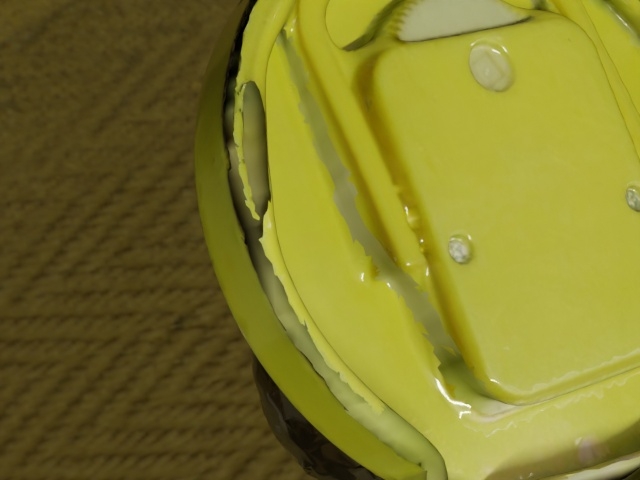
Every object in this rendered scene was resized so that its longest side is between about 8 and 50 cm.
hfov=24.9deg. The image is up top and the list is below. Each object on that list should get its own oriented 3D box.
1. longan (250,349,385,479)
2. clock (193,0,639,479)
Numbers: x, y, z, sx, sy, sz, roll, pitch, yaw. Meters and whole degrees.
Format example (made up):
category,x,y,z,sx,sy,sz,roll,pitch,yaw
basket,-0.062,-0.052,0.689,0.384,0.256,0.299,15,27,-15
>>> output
category,x,y,z,sx,sy,sz,roll,pitch,yaw
longan,0.111,0.116,1.646,0.391,0.391,0.391,0,89,14
clock,0.074,-0.014,0.635,0.277,0.071,0.294,-7,77,-31
